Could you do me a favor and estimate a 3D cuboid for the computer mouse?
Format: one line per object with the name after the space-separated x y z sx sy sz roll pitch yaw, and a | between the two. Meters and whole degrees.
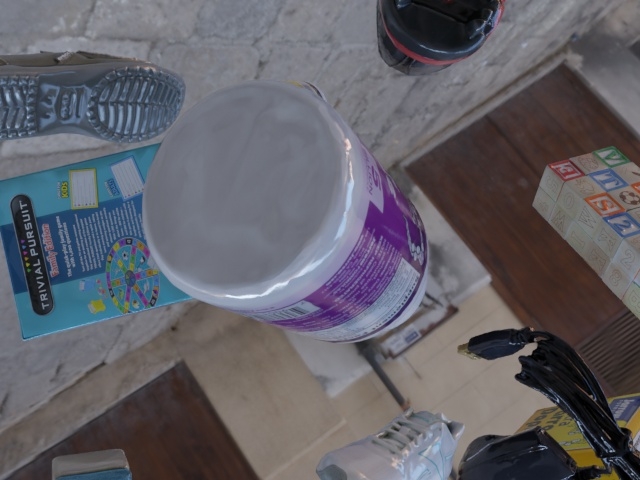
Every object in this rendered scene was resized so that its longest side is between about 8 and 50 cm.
0.147 0.168 0.494 0.060 0.184 0.262 -30 171 -22 | computer mouse

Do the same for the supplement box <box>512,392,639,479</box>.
0.437 0.440 0.933 0.195 0.356 0.194 -25 174 41 | supplement box

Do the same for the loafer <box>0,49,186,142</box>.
-0.249 -0.157 0.633 0.251 0.087 0.094 -10 135 -50 | loafer

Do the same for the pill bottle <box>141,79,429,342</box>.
0.000 0.000 0.553 0.169 0.169 0.301 -39 154 8 | pill bottle

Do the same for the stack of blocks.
0.473 -0.009 0.905 0.171 0.297 0.087 -16 138 -17 | stack of blocks

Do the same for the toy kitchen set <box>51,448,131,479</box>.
-0.076 0.227 0.442 0.207 0.122 0.166 0 -176 -25 | toy kitchen set

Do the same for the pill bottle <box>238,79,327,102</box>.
-0.048 -0.114 0.575 0.065 0.065 0.116 -47 164 33 | pill bottle

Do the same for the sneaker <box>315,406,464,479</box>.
0.050 0.140 0.420 0.152 0.054 0.061 20 98 -56 | sneaker

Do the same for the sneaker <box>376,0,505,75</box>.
0.114 -0.248 0.494 0.135 0.098 0.276 138 -24 -81 | sneaker

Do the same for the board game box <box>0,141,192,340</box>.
-0.322 -0.006 1.005 0.336 0.253 0.079 -13 177 -2 | board game box
